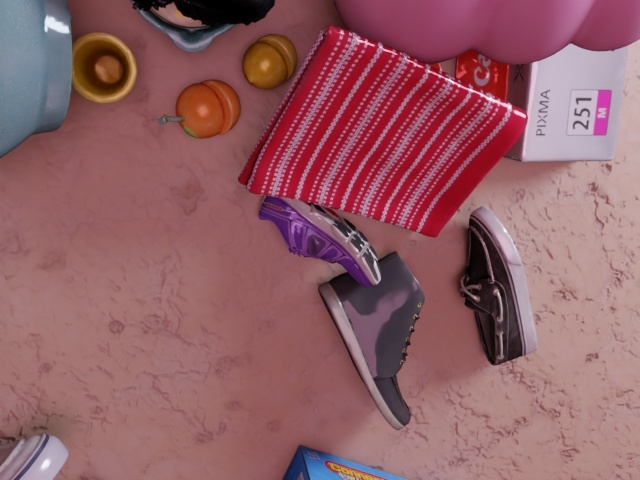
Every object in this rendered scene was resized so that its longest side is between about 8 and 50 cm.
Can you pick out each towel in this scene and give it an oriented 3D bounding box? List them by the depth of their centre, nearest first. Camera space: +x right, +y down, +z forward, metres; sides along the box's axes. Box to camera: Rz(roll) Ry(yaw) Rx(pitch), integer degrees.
[{"bbox_3d":[0.074,-0.097,0.649,0.274,0.031,0.199,12,129,-32],"label":"towel"}]

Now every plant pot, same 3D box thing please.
[{"bbox_3d":[-0.336,-0.181,0.522,0.196,0.293,0.293,-9,107,-37],"label":"plant pot"}]

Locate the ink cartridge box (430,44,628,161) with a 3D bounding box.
[{"bbox_3d":[0.242,-0.232,0.714,0.238,0.060,0.275,-2,104,-12],"label":"ink cartridge box"}]

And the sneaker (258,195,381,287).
[{"bbox_3d":[0.000,0.000,0.721,0.170,0.068,0.071,39,109,4],"label":"sneaker"}]

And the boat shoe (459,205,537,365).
[{"bbox_3d":[0.219,0.065,0.774,0.070,0.078,0.219,-23,109,-6],"label":"boat shoe"}]

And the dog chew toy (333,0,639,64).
[{"bbox_3d":[0.183,-0.268,0.592,0.331,0.206,0.207,9,103,3],"label":"dog chew toy"}]

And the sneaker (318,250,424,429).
[{"bbox_3d":[0.095,0.130,0.763,0.118,0.083,0.222,-26,106,-4],"label":"sneaker"}]

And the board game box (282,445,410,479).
[{"bbox_3d":[0.049,0.477,0.840,0.302,0.086,0.308,23,99,-16],"label":"board game box"}]

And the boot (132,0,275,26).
[{"bbox_3d":[-0.061,-0.298,0.550,0.246,0.094,0.207,-5,83,-23],"label":"boot"}]

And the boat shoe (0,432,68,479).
[{"bbox_3d":[-0.472,0.298,0.682,0.367,0.136,0.156,-33,105,9],"label":"boat shoe"}]

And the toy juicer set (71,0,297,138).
[{"bbox_3d":[-0.100,-0.258,0.624,0.209,0.089,0.329,27,97,-16],"label":"toy juicer set"}]
